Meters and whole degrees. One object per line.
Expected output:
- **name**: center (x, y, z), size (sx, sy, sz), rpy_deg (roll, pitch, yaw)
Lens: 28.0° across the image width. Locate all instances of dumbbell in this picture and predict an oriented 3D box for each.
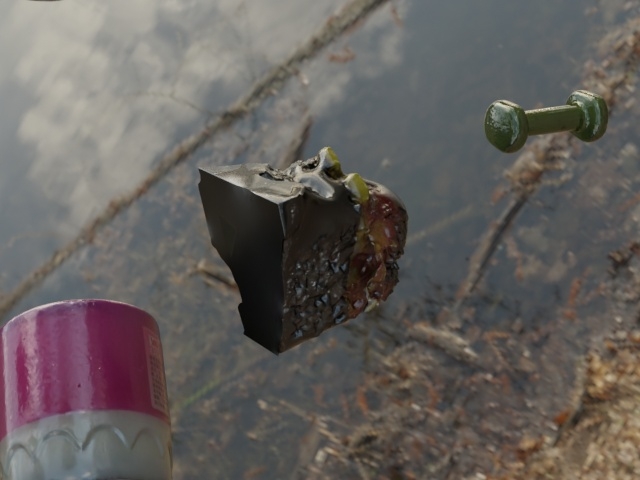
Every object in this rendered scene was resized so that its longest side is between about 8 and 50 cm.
- **dumbbell**: center (0.206, -0.109, 1.170), size (0.052, 0.118, 0.046), rpy_deg (41, 133, 49)

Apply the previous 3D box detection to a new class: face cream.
- **face cream**: center (-0.241, 0.181, 1.313), size (0.175, 0.175, 0.194), rpy_deg (-29, 58, 32)

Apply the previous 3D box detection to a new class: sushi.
- **sushi**: center (0.000, 0.000, 1.191), size (0.150, 0.172, 0.153), rpy_deg (-24, 27, -26)
